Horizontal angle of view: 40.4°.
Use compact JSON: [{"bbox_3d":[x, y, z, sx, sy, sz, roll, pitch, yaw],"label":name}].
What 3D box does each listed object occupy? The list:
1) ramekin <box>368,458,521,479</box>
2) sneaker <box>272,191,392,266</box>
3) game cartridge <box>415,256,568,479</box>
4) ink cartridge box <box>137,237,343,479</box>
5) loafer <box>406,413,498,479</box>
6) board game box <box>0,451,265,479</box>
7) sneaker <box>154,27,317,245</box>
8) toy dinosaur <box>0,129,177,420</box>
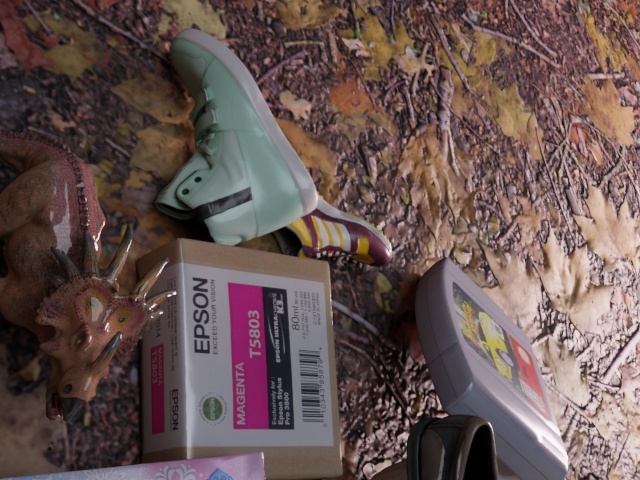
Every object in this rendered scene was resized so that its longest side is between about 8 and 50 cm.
[{"bbox_3d":[0.136,0.359,0.953,0.272,0.127,0.273,15,65,-35],"label":"ramekin"},{"bbox_3d":[0.000,0.000,1.026,0.185,0.069,0.084,31,64,-20],"label":"sneaker"},{"bbox_3d":[0.195,0.141,1.047,0.196,0.060,0.294,39,22,-17],"label":"game cartridge"},{"bbox_3d":[-0.081,0.129,0.887,0.193,0.088,0.235,10,68,-39],"label":"ink cartridge box"},{"bbox_3d":[0.142,0.301,0.836,0.096,0.084,0.268,6,69,-38],"label":"loafer"},{"bbox_3d":[-0.184,0.338,0.661,0.317,0.066,0.319,-2,72,-20],"label":"board game box"},{"bbox_3d":[-0.130,-0.109,0.938,0.151,0.094,0.256,-29,76,-21],"label":"sneaker"},{"bbox_3d":[-0.222,0.001,0.740,0.127,0.200,0.296,-11,80,-42],"label":"toy dinosaur"}]
